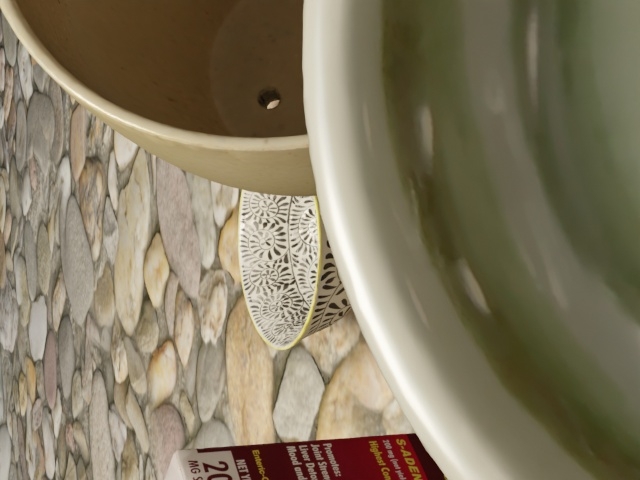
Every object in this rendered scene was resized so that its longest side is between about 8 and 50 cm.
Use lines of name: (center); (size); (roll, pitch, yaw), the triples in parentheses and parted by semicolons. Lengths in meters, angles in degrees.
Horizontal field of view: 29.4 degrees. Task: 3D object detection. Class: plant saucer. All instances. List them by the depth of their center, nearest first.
plant saucer: (0.195, -0.060, 0.330); (0.400, 0.100, 0.401); (-2, 84, 22)

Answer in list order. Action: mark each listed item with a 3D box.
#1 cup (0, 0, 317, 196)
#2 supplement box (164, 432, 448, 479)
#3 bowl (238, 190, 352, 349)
cup: (-0.008, -0.157, 0.753); (0.237, 0.331, 0.331); (72, -174, -68)
supplement box: (0.038, 0.180, 0.687); (0.130, 0.239, 0.073); (-114, 34, -41)
bowl: (0.000, 0.000, 0.965); (0.170, 0.080, 0.170); (180, 90, -67)
